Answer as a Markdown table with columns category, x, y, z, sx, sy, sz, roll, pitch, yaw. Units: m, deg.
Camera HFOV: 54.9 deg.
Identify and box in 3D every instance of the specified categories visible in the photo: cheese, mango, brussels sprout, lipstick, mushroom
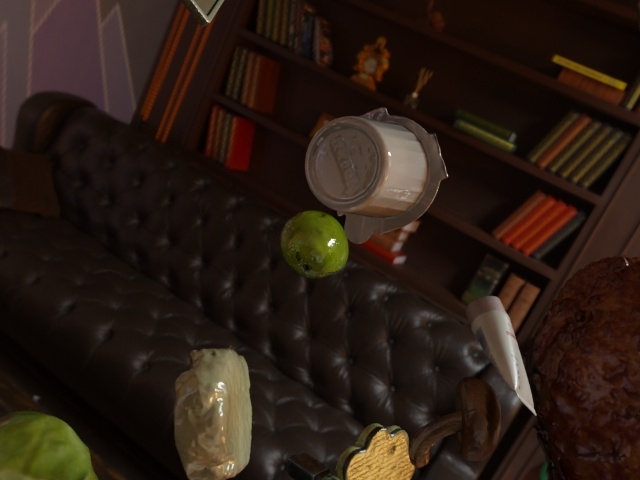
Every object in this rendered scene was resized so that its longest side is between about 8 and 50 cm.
| category | x | y | z | sx | sy | sz | roll | pitch | yaw |
| --- | --- | --- | --- | --- | --- | --- | --- | --- | --- |
| cheese | -0.238 | 0.385 | 1.413 | 0.115 | 0.317 | 0.326 | -7 | 33 | 4 |
| mango | 0.000 | 0.000 | 0.805 | 0.091 | 0.074 | 0.165 | 61 | 17 | -4 |
| brussels sprout | -0.435 | 0.394 | 0.843 | 0.247 | 0.328 | 0.328 | 23 | 14 | -7 |
| lipstick | 0.038 | 0.553 | 1.355 | 0.051 | 0.051 | 0.312 | -9 | 13 | -38 |
| mushroom | 0.152 | 0.205 | 0.668 | 0.073 | 0.129 | 0.088 | 28 | 28 | -17 |

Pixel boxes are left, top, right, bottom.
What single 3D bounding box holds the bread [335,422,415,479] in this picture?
| category | x | y | z | sx | sy | sz | roll | pitch | yaw |
| --- | --- | --- | --- | --- | --- | --- | --- | --- | --- |
| bread | 0.126 | 0.539 | 1.485 | 0.287 | 0.207 | 0.056 | -4 | 9 | -44 |

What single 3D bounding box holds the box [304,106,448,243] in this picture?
| category | x | y | z | sx | sy | sz | roll | pitch | yaw |
| --- | --- | --- | --- | --- | --- | --- | --- | --- | --- |
| box | 0.076 | -0.129 | 1.244 | 0.262 | 0.291 | 0.206 | 36 | 17 | 24 |

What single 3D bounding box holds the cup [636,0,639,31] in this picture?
| category | x | y | z | sx | sy | sz | roll | pitch | yaw |
| --- | --- | --- | --- | --- | --- | --- | --- | --- | --- |
| cup | 0.645 | -0.371 | 0.924 | 0.301 | 0.227 | 0.257 | -12 | 14 | 29 |

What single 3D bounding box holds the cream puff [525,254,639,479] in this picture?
| category | x | y | z | sx | sy | sz | roll | pitch | yaw |
| --- | --- | --- | --- | --- | --- | --- | --- | --- | --- |
| cream puff | 0.388 | 0.169 | 0.684 | 0.350 | 0.229 | 0.350 | 25 | 47 | -31 |

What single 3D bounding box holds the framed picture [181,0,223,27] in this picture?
| category | x | y | z | sx | sy | sz | roll | pitch | yaw |
| --- | --- | --- | --- | --- | --- | --- | --- | --- | --- |
| framed picture | -0.201 | -0.419 | 0.861 | 0.203 | 0.015 | 0.150 | 49 | 40 | -34 |

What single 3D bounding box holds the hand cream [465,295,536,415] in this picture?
| category | x | y | z | sx | sy | sz | roll | pitch | yaw |
| --- | --- | --- | --- | --- | --- | --- | --- | --- | --- |
| hand cream | 0.381 | 0.234 | 1.287 | 0.133 | 0.083 | 0.247 | 39 | 27 | -47 |
